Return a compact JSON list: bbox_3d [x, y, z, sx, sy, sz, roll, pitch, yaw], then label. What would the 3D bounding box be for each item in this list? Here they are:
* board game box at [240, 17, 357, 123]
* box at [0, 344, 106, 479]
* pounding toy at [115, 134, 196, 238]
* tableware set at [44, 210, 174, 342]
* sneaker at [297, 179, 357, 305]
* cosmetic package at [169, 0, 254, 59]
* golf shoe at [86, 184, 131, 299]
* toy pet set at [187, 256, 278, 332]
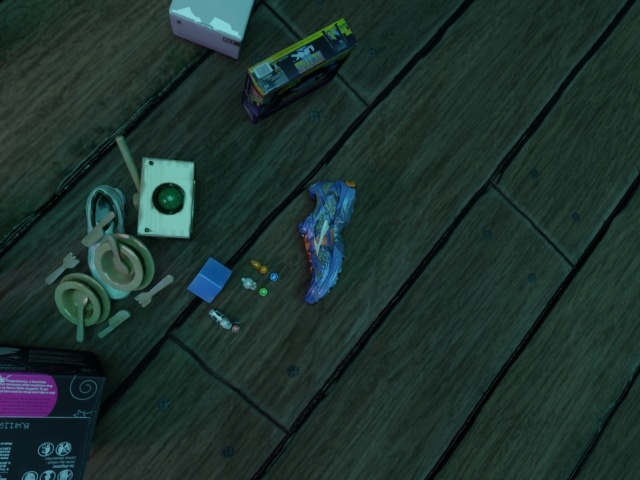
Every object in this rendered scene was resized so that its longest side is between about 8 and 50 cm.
[{"bbox_3d":[-0.040,-0.264,0.710,0.170,0.141,0.048,-34,94,-13],"label":"board game box"},{"bbox_3d":[-0.429,0.225,0.564,0.248,0.142,0.163,14,85,-31],"label":"box"},{"bbox_3d":[-0.237,-0.069,0.652,0.100,0.141,0.129,3,87,-14],"label":"pounding toy"},{"bbox_3d":[-0.313,0.064,0.629,0.194,0.039,0.128,-36,99,24],"label":"tableware set"},{"bbox_3d":[0.000,0.000,0.755,0.087,0.083,0.221,12,80,-1],"label":"sneaker"},{"bbox_3d":[-0.152,-0.430,0.717,0.118,0.085,0.230,18,86,-13],"label":"cosmetic package"},{"bbox_3d":[-0.318,0.005,0.659,0.069,0.086,0.176,-10,93,-17],"label":"golf shoe"},{"bbox_3d":[-0.141,0.076,0.713,0.114,0.065,0.122,36,80,-11],"label":"toy pet set"}]
